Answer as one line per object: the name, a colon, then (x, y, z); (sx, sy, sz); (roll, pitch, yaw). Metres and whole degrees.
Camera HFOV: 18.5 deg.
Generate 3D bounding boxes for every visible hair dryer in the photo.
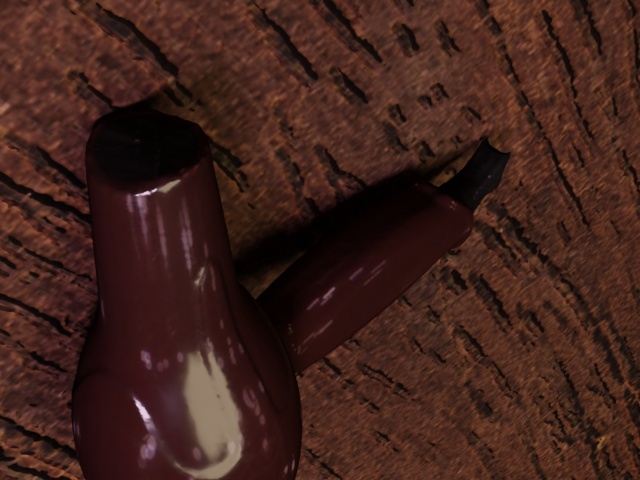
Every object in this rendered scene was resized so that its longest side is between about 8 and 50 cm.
hair dryer: (0.000, 0.000, 1.073); (0.340, 0.123, 0.313); (-39, 147, -33)
